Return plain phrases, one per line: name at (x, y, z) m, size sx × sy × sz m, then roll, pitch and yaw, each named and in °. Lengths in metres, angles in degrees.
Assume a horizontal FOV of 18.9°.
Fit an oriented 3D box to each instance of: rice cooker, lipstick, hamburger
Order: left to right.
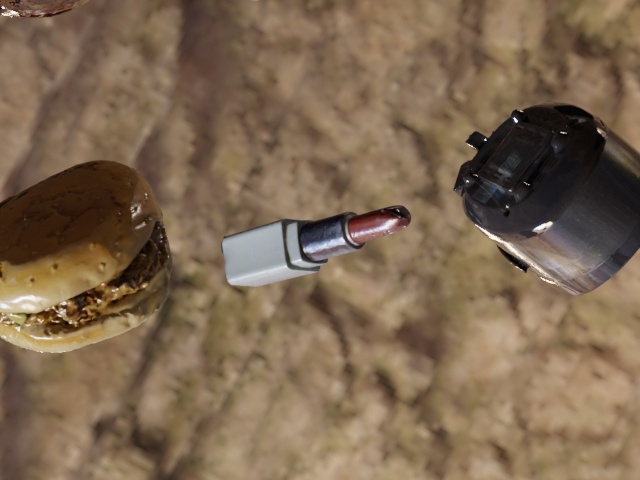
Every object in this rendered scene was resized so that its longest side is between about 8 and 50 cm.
hamburger at (-0.236, 0.016, 1.826) m, size 0.214 × 0.108 × 0.213 m, roll -17°, pitch 31°, yaw 10°
lipstick at (0.000, 0.000, 0.909) m, size 0.107 × 0.025 × 0.025 m, roll -14°, pitch 77°, yaw 40°
rice cooker at (0.161, -0.030, 1.283) m, size 0.112 × 0.106 × 0.165 m, roll -54°, pitch 26°, yaw -3°

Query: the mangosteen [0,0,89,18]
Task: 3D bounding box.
mangosteen at (-0.176, -0.219, 1.144) m, size 0.184 × 0.172 × 0.172 m, roll -48°, pitch -2°, yaw -20°
